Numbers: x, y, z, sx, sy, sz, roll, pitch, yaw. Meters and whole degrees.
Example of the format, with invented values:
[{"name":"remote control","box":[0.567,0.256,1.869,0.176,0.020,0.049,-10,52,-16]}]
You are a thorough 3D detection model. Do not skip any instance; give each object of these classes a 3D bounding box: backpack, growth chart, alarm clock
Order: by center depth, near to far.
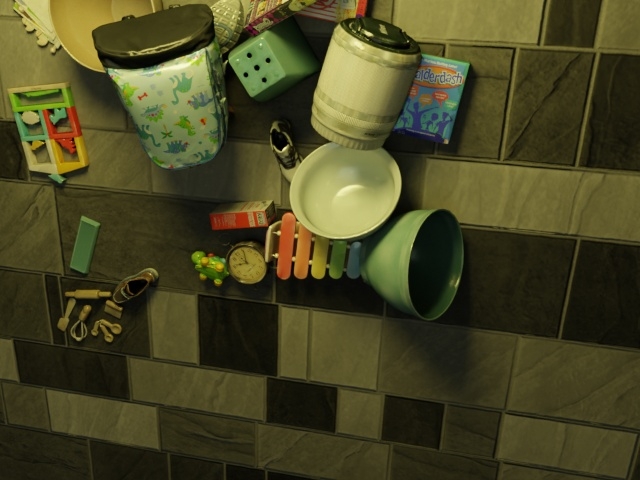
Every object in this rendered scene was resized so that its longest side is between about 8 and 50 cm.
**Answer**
[{"name":"backpack","box":[-0.356,-0.348,1.616,0.290,0.273,0.355,-13,146,-7]},{"name":"growth chart","box":[-0.774,-0.656,1.829,0.172,0.021,0.237,-32,101,22]},{"name":"alarm clock","box":[-0.225,0.048,1.964,0.192,0.064,0.129,43,114,-9]}]

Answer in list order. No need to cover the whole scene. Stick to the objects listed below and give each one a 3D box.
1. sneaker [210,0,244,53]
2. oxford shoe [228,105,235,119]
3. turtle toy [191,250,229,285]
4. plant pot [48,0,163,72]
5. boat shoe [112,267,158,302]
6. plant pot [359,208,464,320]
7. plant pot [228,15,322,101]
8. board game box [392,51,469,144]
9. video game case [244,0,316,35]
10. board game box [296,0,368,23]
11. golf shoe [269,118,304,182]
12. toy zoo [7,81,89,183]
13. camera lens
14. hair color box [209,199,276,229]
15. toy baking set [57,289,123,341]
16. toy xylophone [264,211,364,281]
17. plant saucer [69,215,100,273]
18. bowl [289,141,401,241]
[{"name":"sneaker","box":[-0.295,-0.507,1.717,0.111,0.129,0.297,30,119,-21]},{"name":"oxford shoe","box":[-0.339,-0.374,1.823,0.212,0.076,0.076,6,73,0]},{"name":"turtle toy","box":[-0.332,0.075,1.996,0.130,0.066,0.095,22,138,6]},{"name":"plant pot","box":[-0.520,-0.590,1.706,0.284,0.191,0.284,4,112,10]},{"name":"boat shoe","box":[-0.595,0.148,2.083,0.183,0.066,0.066,-34,100,22]},{"name":"plant pot","box":[0.228,0.054,1.771,0.196,0.293,0.293,7,115,38]},{"name":"plant pot","box":[-0.124,-0.445,1.653,0.166,0.234,0.165,-27,103,20]},{"name":"board game box","box":[0.278,-0.367,1.697,0.160,0.047,0.210,13,113,7]},{"name":"video game case","box":[-0.075,-0.611,1.545,0.210,0.232,0.042,-15,145,38]},{"name":"board game box","box":[0.027,-0.624,1.651,0.194,0.045,0.146,14,113,7]},{"name":"golf shoe","box":[-0.097,-0.230,1.810,0.077,0.094,0.198,-17,108,17]},{"name":"toy zoo","box":[-0.800,-0.314,1.965,0.193,0.030,0.293,-3,111,13]},{"name":"camera lens","box":[0.107,-0.387,1.620,0.220,0.219,0.274,22,123,3]},{"name":"hair color box","box":[-0.222,-0.073,1.899,0.167,0.093,0.053,-4,111,15]},{"name":"toy baking set","box":[-0.767,0.250,2.181,0.256,0.030,0.196,3,112,11]},{"name":"toy xylophone","box":[0.000,0.000,1.886,0.323,0.081,0.236,3,111,11]},{"name":"plant saucer","box":[-0.748,0.018,2.093,0.067,0.018,0.192,23,113,2]},{"name":"bowl","box":[0.077,-0.112,1.763,0.298,0.297,0.134,-4,154,14]}]
